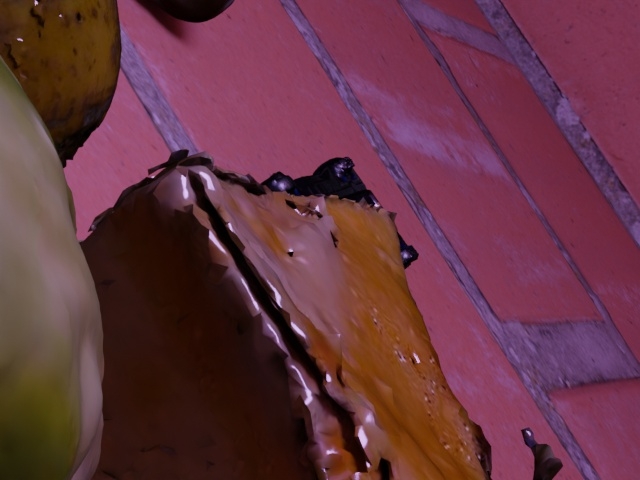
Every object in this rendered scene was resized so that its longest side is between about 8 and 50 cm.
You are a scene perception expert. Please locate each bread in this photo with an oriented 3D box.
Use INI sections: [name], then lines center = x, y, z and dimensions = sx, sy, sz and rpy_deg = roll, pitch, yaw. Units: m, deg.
[bread]
center = -0.016, 0.141, 0.761
dimensions = 0.315, 0.248, 0.279
rpy_deg = 60, 19, 5

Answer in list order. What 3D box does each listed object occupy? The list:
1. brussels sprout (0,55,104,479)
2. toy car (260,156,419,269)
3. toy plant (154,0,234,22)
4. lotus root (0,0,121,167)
[brussels sprout]
center = -0.183, 0.041, 0.459
dimensions = 0.294, 0.259, 0.227
rpy_deg = 25, 33, -59
[toy car]
center = 0.000, 0.000, 1.387
dimensions = 0.103, 0.063, 0.216
rpy_deg = 55, 22, 5
[toy plant]
center = -0.130, -0.243, 1.465
dimensions = 0.162, 0.093, 0.093
rpy_deg = 40, 21, -31
[lotus root]
center = -0.237, -0.177, 0.868
dimensions = 0.397, 0.196, 0.179
rpy_deg = 53, 7, 4
